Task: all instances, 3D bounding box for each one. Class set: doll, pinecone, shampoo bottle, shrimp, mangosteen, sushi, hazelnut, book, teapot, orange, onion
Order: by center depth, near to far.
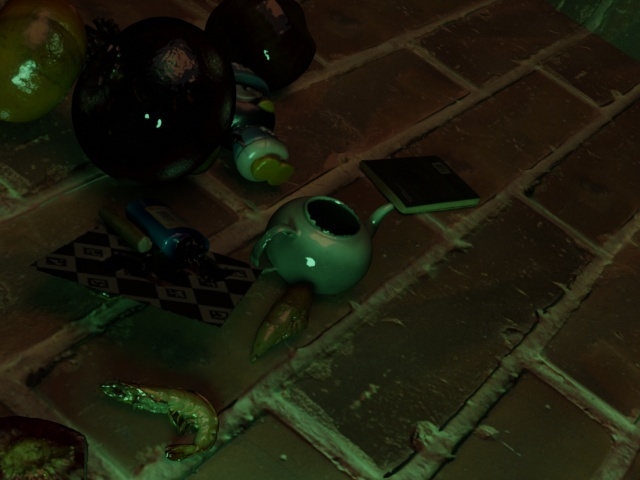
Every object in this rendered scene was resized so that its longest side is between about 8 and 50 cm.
[{"bbox_3d":[-0.361,0.295,1.268,0.207,0.216,0.206,6,35,-17],"label":"onion"},{"bbox_3d":[-0.225,0.250,1.576,0.178,0.034,0.124,17,41,-23],"label":"shrimp"},{"bbox_3d":[-0.258,0.067,1.751,0.294,0.059,0.292,18,19,7],"label":"sushi"},{"bbox_3d":[-0.240,-0.012,1.824,0.087,0.050,0.183,6,20,-38],"label":"shampoo bottle"},{"bbox_3d":[-0.275,-0.226,1.954,0.293,0.297,0.297,49,26,-25],"label":"mangosteen"},{"bbox_3d":[-0.501,-0.314,1.957,0.171,0.240,0.240,33,30,-22],"label":"orange"},{"bbox_3d":[0.000,0.000,1.969,0.294,0.129,0.193,-10,47,-42],"label":"teapot"},{"bbox_3d":[-0.151,-0.241,2.177,0.177,0.141,0.314,17,36,-53],"label":"doll"},{"bbox_3d":[-0.429,-0.378,2.212,0.102,0.102,0.109,25,53,-3],"label":"pinecone"},{"bbox_3d":[0.208,-0.121,2.364,0.228,0.024,0.160,-8,46,-41],"label":"book"},{"bbox_3d":[-0.131,-0.427,2.382,0.218,0.218,0.234,-7,47,-40],"label":"hazelnut"}]

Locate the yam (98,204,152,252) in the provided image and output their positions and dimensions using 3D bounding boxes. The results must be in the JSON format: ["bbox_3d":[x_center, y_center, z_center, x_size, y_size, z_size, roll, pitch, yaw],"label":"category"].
[{"bbox_3d":[-0.316,-0.021,1.823,0.032,0.032,0.145,-3,25,-37],"label":"yam"}]

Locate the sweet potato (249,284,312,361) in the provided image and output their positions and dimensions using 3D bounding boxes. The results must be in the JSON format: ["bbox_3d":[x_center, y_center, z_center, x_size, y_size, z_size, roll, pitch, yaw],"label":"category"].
[{"bbox_3d":[-0.057,0.129,1.825,0.068,0.060,0.206,40,44,5],"label":"sweet potato"}]
